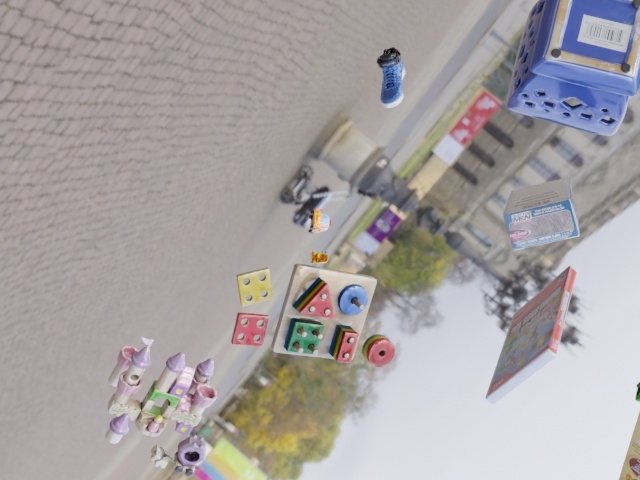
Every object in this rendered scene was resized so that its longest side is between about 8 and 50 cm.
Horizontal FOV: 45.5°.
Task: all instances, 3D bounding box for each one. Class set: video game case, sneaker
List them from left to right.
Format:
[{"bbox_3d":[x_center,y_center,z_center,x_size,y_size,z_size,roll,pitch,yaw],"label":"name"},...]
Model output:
[{"bbox_3d":[0.154,-0.371,1.710,0.058,0.085,0.152,-5,-133,25],"label":"sneaker"},{"bbox_3d":[0.444,0.195,1.599,0.204,0.025,0.285,-54,-179,42],"label":"video game case"}]

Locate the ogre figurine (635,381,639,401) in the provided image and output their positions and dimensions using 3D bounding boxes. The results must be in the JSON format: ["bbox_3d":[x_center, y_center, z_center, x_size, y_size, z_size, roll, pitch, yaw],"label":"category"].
[{"bbox_3d":[0.771,0.369,1.702,0.097,0.118,0.197,-57,168,-8],"label":"ogre figurine"}]

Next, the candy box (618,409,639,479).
[{"bbox_3d":[0.657,0.416,1.425,0.182,0.087,0.317,-10,120,-27],"label":"candy box"}]

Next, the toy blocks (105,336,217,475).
[{"bbox_3d":[-0.417,0.416,2.099,0.260,0.288,0.309,-56,-155,22],"label":"toy blocks"}]

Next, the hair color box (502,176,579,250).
[{"bbox_3d":[0.605,-0.078,2.083,0.173,0.105,0.347,-14,-171,21],"label":"hair color box"}]

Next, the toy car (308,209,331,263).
[{"bbox_3d":[0.000,0.000,1.354,0.060,0.040,0.122,102,-12,-59],"label":"toy car"}]

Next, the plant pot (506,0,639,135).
[{"bbox_3d":[0.518,-0.370,1.499,0.212,0.235,0.236,75,31,-78],"label":"plant pot"}]

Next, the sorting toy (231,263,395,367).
[{"bbox_3d":[0.004,0.109,1.087,0.046,0.274,0.132,37,-67,61],"label":"sorting toy"}]
